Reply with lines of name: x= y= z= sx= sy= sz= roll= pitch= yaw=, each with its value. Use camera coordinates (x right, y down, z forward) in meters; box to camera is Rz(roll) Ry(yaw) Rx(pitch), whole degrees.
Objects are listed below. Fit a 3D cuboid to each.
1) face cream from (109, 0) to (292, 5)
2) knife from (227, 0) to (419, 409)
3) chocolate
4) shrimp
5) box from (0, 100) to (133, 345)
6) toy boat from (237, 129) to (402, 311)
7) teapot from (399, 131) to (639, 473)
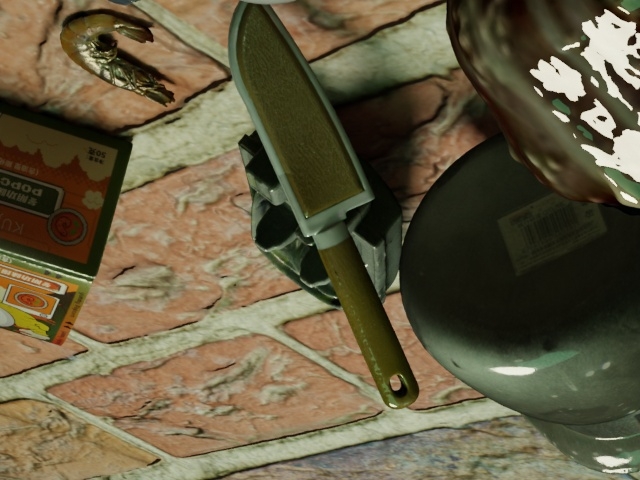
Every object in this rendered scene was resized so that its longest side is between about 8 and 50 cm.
face cream: x=-0.039 y=-0.215 z=1.295 sx=0.291 sy=0.071 sz=0.144 roll=-10 pitch=138 yaw=40
knife: x=0.008 y=-0.031 z=1.475 sx=0.343 sy=0.061 sz=0.027 roll=65 pitch=175 yaw=-14
chocolate: x=0.202 y=-0.164 z=1.136 sx=0.210 sy=0.225 sz=0.340 roll=37 pitch=147 yaw=-17
shrimp: x=-0.147 y=-0.142 z=1.549 sx=0.114 sy=0.023 sz=0.083 roll=33 pitch=145 yaw=-28
box: x=-0.286 y=-0.018 z=1.717 sx=0.195 sy=0.148 sz=0.177 roll=18 pitch=155 yaw=-10
toy boat: x=0.000 y=0.000 z=1.660 sx=0.141 sy=0.092 sz=0.319 roll=37 pitch=168 yaw=13
teapot: x=0.239 y=0.034 z=1.561 sx=0.223 sy=0.305 sz=0.285 roll=36 pitch=171 yaw=41
